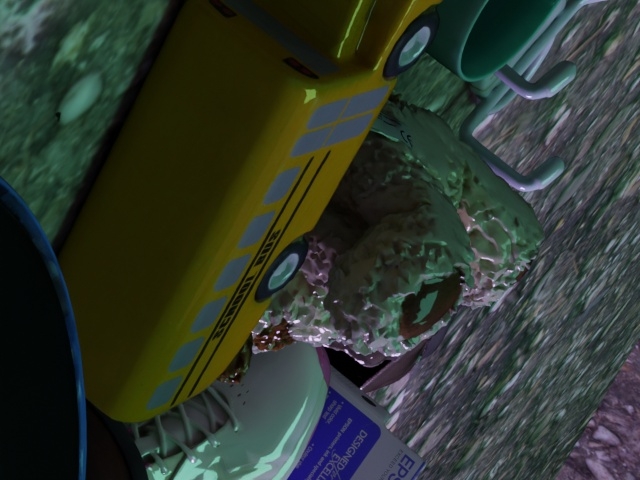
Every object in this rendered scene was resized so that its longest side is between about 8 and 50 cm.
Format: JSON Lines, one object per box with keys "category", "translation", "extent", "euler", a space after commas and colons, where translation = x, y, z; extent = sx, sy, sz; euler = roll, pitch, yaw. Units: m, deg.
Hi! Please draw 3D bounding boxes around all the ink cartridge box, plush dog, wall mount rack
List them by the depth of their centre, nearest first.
{"category": "plush dog", "translation": [0.000, 0.000, 1.378], "extent": [0.225, 0.210, 0.262], "euler": [-37, 174, 24]}
{"category": "ink cartridge box", "translation": [-0.041, 0.189, 1.553], "extent": [0.206, 0.208, 0.045], "euler": [-56, 160, 14]}
{"category": "wall mount rack", "translation": [0.237, -0.203, 1.603], "extent": [0.304, 0.130, 0.350], "euler": [-48, 164, -12]}

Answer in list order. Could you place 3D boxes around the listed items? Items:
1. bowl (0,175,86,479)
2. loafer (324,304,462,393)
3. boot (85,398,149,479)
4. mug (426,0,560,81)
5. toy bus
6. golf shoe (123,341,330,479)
{"category": "bowl", "translation": [-0.215, 0.138, 0.879], "extent": [0.391, 0.077, 0.391], "euler": [6, 90, -71]}
{"category": "loafer", "translation": [0.052, 0.047, 1.629], "extent": [0.130, 0.134, 0.366], "euler": [-45, 162, -22]}
{"category": "boot", "translation": [-0.238, 0.215, 1.201], "extent": [0.280, 0.264, 0.096], "euler": [-9, 156, -28]}
{"category": "mug", "translation": [0.104, -0.184, 1.335], "extent": [0.129, 0.097, 0.158], "euler": [-49, 162, -3]}
{"category": "toy bus", "translation": [-0.054, -0.053, 1.188], "extent": [0.130, 0.108, 0.332], "euler": [-22, 148, -56]}
{"category": "golf shoe", "translation": [-0.120, 0.172, 1.457], "extent": [0.306, 0.115, 0.140], "euler": [-44, 154, -2]}
